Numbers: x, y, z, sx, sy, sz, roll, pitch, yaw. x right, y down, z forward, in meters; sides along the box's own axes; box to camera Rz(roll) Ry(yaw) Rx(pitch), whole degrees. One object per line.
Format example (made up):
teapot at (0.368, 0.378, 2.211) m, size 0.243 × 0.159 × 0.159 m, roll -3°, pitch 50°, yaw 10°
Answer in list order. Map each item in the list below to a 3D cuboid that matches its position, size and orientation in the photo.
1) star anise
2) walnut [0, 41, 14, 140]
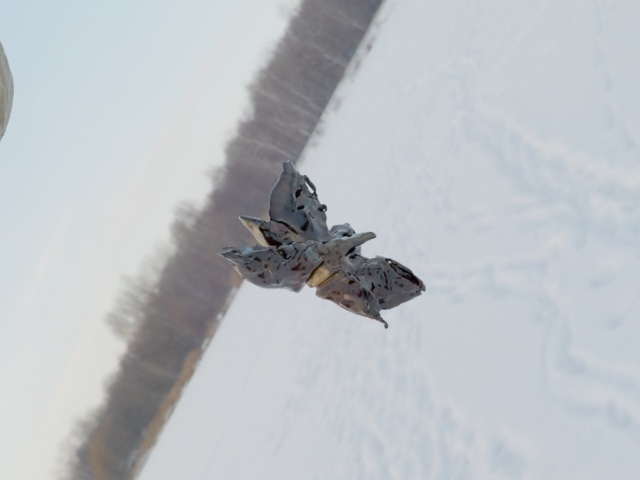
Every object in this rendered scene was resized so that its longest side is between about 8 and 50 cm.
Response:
star anise at (-0.002, 0.003, 0.864) m, size 0.053 × 0.212 × 0.157 m, roll -54°, pitch 30°, yaw 30°
walnut at (-0.373, -0.126, 0.829) m, size 0.228 × 0.228 × 0.228 m, roll -62°, pitch 3°, yaw 6°
